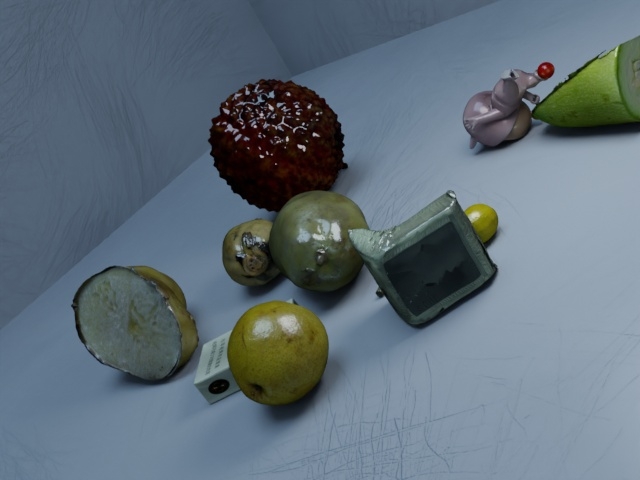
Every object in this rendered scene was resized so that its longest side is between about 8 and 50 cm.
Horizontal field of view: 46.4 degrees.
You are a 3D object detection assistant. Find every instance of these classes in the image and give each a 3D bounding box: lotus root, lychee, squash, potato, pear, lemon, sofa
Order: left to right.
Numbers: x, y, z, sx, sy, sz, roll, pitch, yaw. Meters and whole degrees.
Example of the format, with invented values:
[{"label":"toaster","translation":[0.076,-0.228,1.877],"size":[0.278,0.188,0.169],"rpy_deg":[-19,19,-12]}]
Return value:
[{"label":"potato","translation":[-0.446,0.186,2.026],"size":[0.397,0.289,0.296],"rpy_deg":[4,10,28]},{"label":"lotus root","translation":[-0.185,0.018,2.095],"size":[0.183,0.182,0.310],"rpy_deg":[-30,20,7]},{"label":"pear","translation":[-0.087,0.230,1.486],"size":[0.209,0.209,0.209],"rpy_deg":[-27,23,12]},{"label":"lychee","translation":[-0.113,-0.289,2.351],"size":[0.425,0.500,0.424],"rpy_deg":[-33,47,44]},{"label":"potato","translation":[0.000,0.000,1.815],"size":[0.243,0.221,0.326],"rpy_deg":[-26,20,-12]},{"label":"sofa","translation":[0.207,0.027,1.512],"size":[0.225,0.210,0.176],"rpy_deg":[-36,20,1]},{"label":"lemon","translation":[0.344,-0.038,1.620],"size":[0.082,0.082,0.110],"rpy_deg":[-3,35,51]},{"label":"squash","translation":[0.643,-0.376,1.769],"size":[0.234,0.210,0.309],"rpy_deg":[-28,22,-27]}]

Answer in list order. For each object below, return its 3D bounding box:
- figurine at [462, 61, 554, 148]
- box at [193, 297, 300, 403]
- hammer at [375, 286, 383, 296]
[{"label":"figurine","translation":[0.486,-0.343,1.936],"size":[0.176,0.186,0.287],"rpy_deg":[-62,1,-37]},{"label":"box","translation":[-0.155,0.250,1.699],"size":[0.256,0.069,0.164],"rpy_deg":[-28,22,12]},{"label":"hammer","translation":[0.174,0.104,1.641],"size":[0.110,0.019,0.035],"rpy_deg":[-7,33,37]}]
